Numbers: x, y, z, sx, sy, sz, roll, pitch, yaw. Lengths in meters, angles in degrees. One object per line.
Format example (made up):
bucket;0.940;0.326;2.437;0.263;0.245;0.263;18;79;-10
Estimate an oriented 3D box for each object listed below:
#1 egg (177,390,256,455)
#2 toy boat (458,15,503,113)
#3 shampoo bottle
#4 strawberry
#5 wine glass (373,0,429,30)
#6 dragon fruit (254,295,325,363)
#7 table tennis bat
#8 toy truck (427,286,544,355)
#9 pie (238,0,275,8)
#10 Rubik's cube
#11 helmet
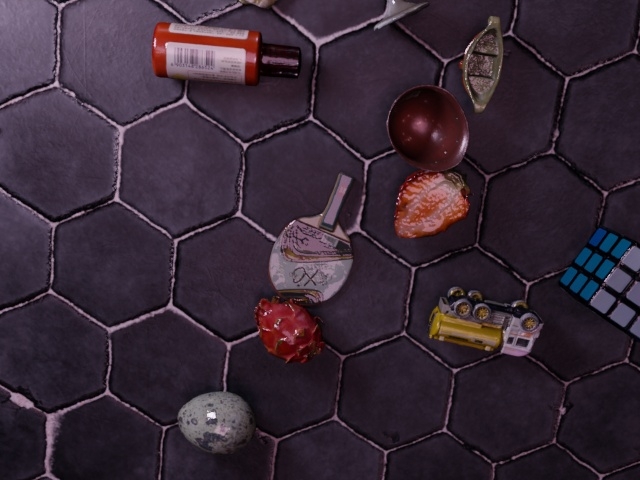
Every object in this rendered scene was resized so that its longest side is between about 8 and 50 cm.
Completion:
egg;-0.223;0.390;1.475;0.172;0.132;0.132;7;103;10
toy boat;0.319;-0.343;1.353;0.089;0.071;0.185;6;103;-4
shampoo bottle;-0.175;-0.353;1.318;0.278;0.104;0.104;5;103;-2
strawberry;0.225;-0.075;1.409;0.146;0.082;0.187;43;104;-5
wine glass;0.108;-0.525;1.280;0.126;0.126;0.241;-25;104;4
dragon fruit;-0.069;0.188;1.440;0.166;0.136;0.133;35;141;-2
table tennis bat;0.000;0.000;1.449;0.173;0.022;0.301;23;103;-7
toy truck;0.346;0.176;1.462;0.226;0.098;0.114;12;106;-2
pie;-0.156;-0.550;1.303;0.218;0.052;0.185;17;97;-8
Rubik's cube;0.622;0.088;1.416;0.163;0.162;0.161;33;99;-7
helmet;0.206;-0.219;1.359;0.175;0.106;0.155;37;94;-8
